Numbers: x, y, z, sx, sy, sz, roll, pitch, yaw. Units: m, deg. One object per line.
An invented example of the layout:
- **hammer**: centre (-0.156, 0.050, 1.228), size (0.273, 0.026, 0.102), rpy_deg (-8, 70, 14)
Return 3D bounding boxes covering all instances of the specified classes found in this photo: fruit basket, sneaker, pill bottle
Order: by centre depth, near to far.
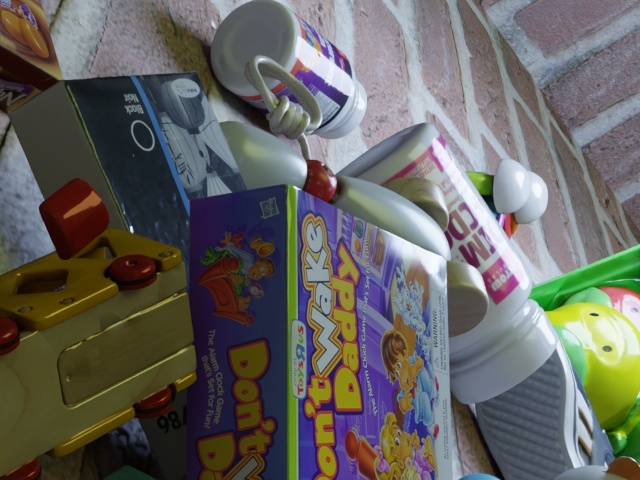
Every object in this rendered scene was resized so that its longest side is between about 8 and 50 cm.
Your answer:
- **pill bottle**: centre (0.130, 0.027, 1.631), size (0.283, 0.160, 0.160), rpy_deg (55, 18, -10)
- **pill bottle**: centre (-0.027, -0.179, 1.636), size (0.193, 0.108, 0.108), rpy_deg (30, 34, -57)
- **sneaker**: centre (0.268, 0.240, 1.720), size (0.127, 0.126, 0.321), rpy_deg (23, 49, -54)
- **fruit basket**: centre (0.397, 0.176, 1.988), size (0.392, 0.283, 0.392), rpy_deg (-21, 90, -87)

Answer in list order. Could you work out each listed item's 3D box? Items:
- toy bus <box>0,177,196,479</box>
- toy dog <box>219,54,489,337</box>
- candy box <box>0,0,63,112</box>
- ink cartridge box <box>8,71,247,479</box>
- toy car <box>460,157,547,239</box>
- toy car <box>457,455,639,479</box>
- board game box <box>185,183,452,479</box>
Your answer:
- **toy bus**: centre (-0.168, 0.067, 0.863), size (0.104, 0.191, 0.202), rpy_deg (17, -15, 40)
- **toy dog**: centre (0.000, 0.000, 1.424), size (0.333, 0.161, 0.220), rpy_deg (36, 27, -18)
- **candy box**: centre (-0.265, -0.197, 1.125), size (0.109, 0.053, 0.187), rpy_deg (31, 31, -54)
- **ink cartridge box**: centre (-0.088, 0.042, 1.057), size (0.165, 0.065, 0.333), rpy_deg (-17, 82, -60)
- **toy car**: centre (0.216, -0.042, 2.047), size (0.182, 0.159, 0.136), rpy_deg (20, 78, -63)
- **toy car**: centre (0.235, 0.294, 1.352), size (0.210, 0.238, 0.219), rpy_deg (56, 18, -7)
- **board game box**: centre (0.006, 0.161, 0.995), size (0.233, 0.078, 0.347), rpy_deg (23, 63, -57)
